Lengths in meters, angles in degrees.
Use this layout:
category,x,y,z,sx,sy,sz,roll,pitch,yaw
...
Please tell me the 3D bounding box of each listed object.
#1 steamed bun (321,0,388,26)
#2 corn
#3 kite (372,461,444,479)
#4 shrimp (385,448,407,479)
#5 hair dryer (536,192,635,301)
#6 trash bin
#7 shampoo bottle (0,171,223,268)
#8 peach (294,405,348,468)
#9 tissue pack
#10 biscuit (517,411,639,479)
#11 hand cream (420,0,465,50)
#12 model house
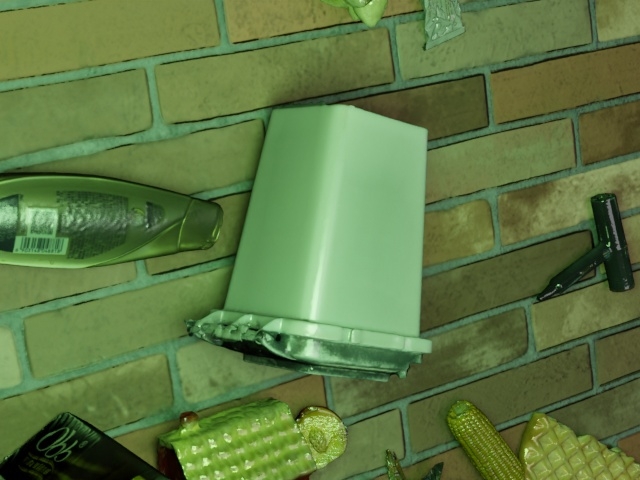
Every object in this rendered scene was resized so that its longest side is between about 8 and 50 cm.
category,x,y,z,sx,sy,sz,roll,pitch,yaw
steamed bun,0.046,-0.397,1.709,0.106,0.177,0.192,-4,98,-8
corn,0.275,0.345,2.004,0.068,0.068,0.207,-44,113,-17
kite,0.122,0.445,1.949,0.232,0.009,0.189,-41,124,-9
shrimp,0.102,0.391,1.937,0.083,0.023,0.114,-21,113,-23
hair dryer,0.441,0.028,2.068,0.195,0.050,0.173,-21,104,-22
trash bin,0.000,0.000,1.692,0.296,0.256,0.367,11,86,-38
shampoo bottle,-0.300,-0.025,1.609,0.350,0.084,0.125,1,101,-30
peach,-0.009,0.294,1.838,0.098,0.061,0.098,0,93,-7
tissue pack,-0.279,0.378,1.516,0.198,0.370,0.210,-34,113,-23
biscuit,0.451,0.439,2.134,0.309,0.040,0.204,30,82,-30
hand cream,0.158,-0.417,1.838,0.084,0.050,0.257,-32,115,-25
model house,-0.115,0.347,1.729,0.196,0.160,0.254,-18,104,-26
